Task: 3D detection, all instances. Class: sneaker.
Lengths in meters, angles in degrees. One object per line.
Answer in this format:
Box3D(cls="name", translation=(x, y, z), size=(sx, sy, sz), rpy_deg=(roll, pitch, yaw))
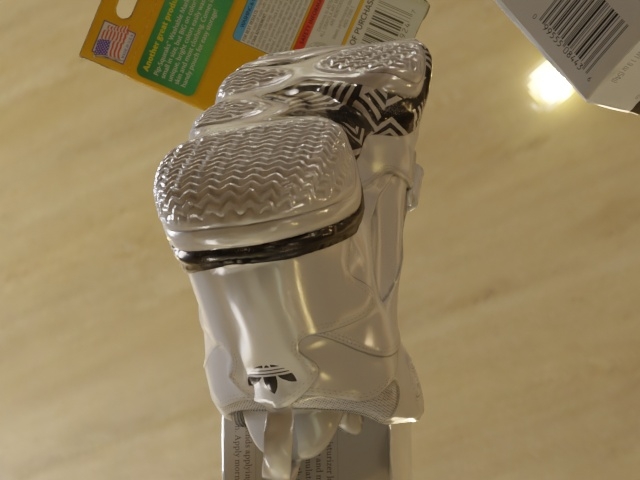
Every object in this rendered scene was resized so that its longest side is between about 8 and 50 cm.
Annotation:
Box3D(cls="sneaker", translation=(0.000, 0.000, 1.134), size=(0.137, 0.210, 0.366), rpy_deg=(-3, -160, 16))

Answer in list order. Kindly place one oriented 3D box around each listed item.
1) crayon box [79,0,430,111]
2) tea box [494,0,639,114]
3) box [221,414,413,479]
Box3D(cls="crayon box", translation=(-0.071, -0.230, 1.872), size=(0.083, 0.323, 0.203), rpy_deg=(-98, -149, -77))
Box3D(cls="tea box", translation=(0.289, -0.292, 1.586), size=(0.220, 0.323, 0.329), rpy_deg=(-50, -120, 25))
Box3D(cls="box", translation=(0.002, 0.166, 1.222), size=(0.119, 0.182, 0.181), rpy_deg=(-3, -107, 7))
